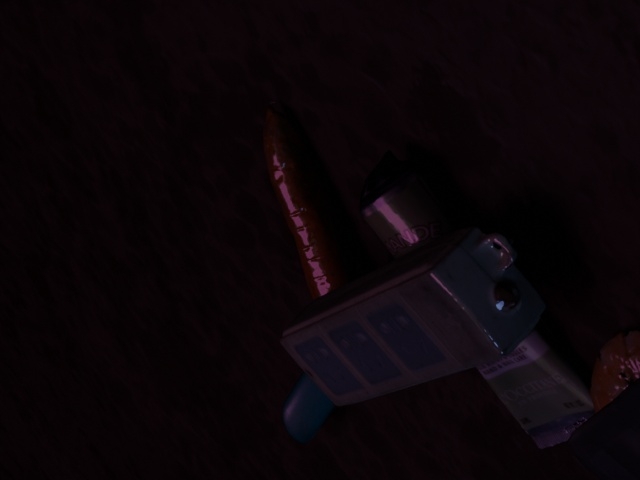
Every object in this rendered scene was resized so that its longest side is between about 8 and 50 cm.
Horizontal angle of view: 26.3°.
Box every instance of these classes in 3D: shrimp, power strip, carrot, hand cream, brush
[{"bbox_3d":[0.227,0.104,0.811,0.180,0.041,0.099,11,114,56],"label":"shrimp"},{"bbox_3d":[0.052,0.057,0.919,0.078,0.052,0.272,49,152,-6],"label":"power strip"},{"bbox_3d":[0.000,0.000,1.053,0.057,0.057,0.224,2,117,59],"label":"carrot"},{"bbox_3d":[0.105,0.042,0.925,0.235,0.055,0.086,55,149,-2],"label":"hand cream"},{"bbox_3d":[0.011,0.117,1.190,0.043,0.032,0.193,52,141,19],"label":"brush"}]

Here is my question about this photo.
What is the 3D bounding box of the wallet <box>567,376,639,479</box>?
[{"bbox_3d":[0.297,0.170,0.709,0.323,0.041,0.247,38,152,6],"label":"wallet"}]
